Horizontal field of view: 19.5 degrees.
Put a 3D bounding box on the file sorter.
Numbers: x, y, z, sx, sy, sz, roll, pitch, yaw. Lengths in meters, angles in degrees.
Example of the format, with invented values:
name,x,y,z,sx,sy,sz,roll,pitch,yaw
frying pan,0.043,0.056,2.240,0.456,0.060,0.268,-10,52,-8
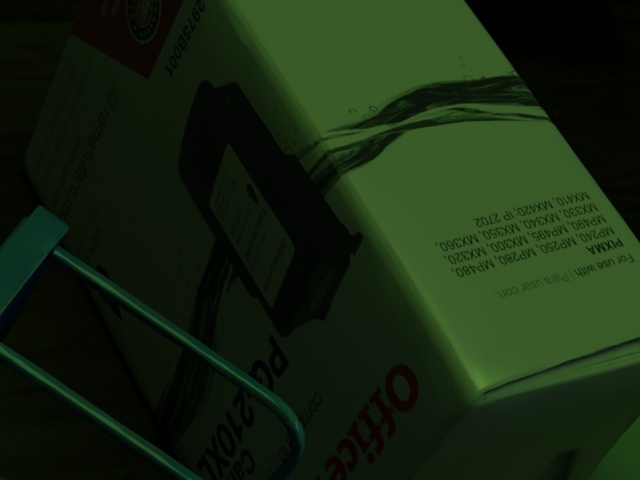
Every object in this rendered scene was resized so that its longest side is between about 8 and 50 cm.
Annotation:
name,x,y,z,sx,sy,sz,roll,pitch,yaw
file sorter,-0.092,0.101,0.495,0.104,0.118,0.170,34,43,-2

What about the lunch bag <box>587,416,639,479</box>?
name,x,y,z,sx,sy,sz,roll,pitch,yaw
lunch bag,0.219,0.102,0.662,0.262,0.160,0.223,-12,51,-10

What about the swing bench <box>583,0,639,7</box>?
name,x,y,z,sx,sy,sz,roll,pitch,yaw
swing bench,0.060,-0.230,0.923,0.253,0.165,0.255,7,54,-23

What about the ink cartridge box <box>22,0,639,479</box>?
name,x,y,z,sx,sy,sz,roll,pitch,yaw
ink cartridge box,0.000,0.000,0.673,0.100,0.172,0.237,-13,59,-34
